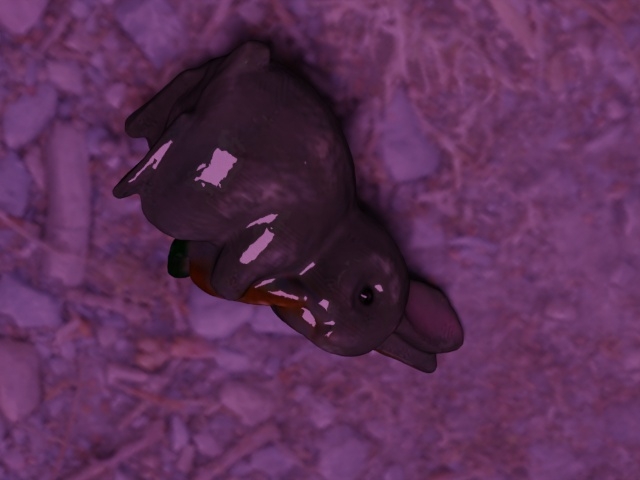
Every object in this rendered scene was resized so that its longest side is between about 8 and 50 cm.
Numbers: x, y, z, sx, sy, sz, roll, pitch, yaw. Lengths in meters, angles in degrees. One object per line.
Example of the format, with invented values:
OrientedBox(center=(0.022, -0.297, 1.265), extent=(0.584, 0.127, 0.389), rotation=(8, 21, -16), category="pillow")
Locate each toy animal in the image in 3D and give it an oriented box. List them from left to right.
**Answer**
OrientedBox(center=(-0.005, 0.001, 1.078), extent=(0.236, 0.108, 0.138), rotation=(41, 115, -12), category="toy animal")
